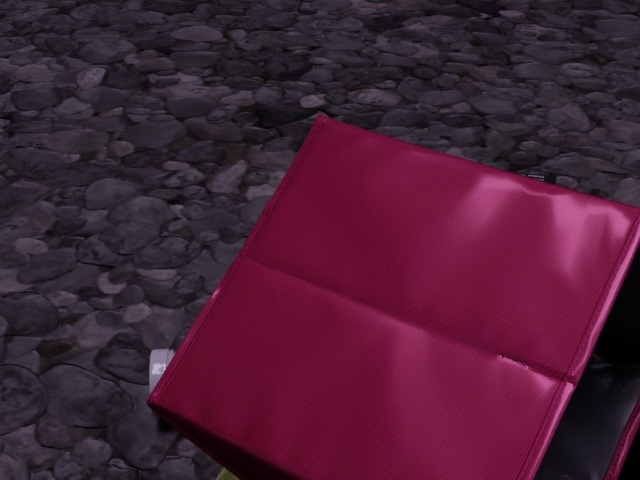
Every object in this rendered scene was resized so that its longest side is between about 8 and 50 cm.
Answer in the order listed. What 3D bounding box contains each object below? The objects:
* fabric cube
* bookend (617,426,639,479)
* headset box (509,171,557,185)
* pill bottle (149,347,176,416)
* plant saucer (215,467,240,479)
[{"bbox_3d":[0.084,0.102,0.761,0.258,0.254,0.259,20,71,30],"label":"fabric cube"},{"bbox_3d":[0.303,0.170,0.899,0.072,0.156,0.157,3,31,4],"label":"bookend"},{"bbox_3d":[0.153,0.029,1.169,0.218,0.110,0.293,6,32,9],"label":"headset box"},{"bbox_3d":[-0.084,0.137,1.012,0.160,0.087,0.087,-1,32,-3],"label":"pill bottle"},{"bbox_3d":[0.019,0.248,0.881,0.241,0.037,0.241,1,32,-1],"label":"plant saucer"}]
